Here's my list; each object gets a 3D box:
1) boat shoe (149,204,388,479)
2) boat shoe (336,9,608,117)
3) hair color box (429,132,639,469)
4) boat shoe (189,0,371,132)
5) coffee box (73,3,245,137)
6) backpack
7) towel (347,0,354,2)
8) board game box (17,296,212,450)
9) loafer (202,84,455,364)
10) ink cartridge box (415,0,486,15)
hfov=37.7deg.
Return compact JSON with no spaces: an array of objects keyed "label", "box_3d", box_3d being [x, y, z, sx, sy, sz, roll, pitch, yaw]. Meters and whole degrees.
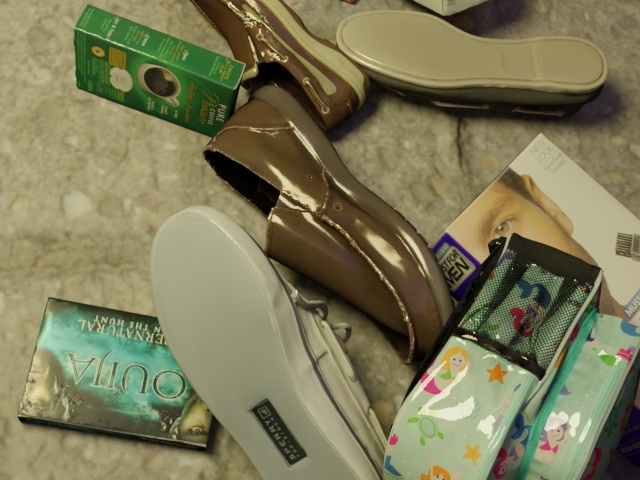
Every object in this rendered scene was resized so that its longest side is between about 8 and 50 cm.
[{"label":"boat shoe","box_3d":[-0.023,0.120,0.924,0.367,0.136,0.156,57,26,1]},{"label":"boat shoe","box_3d":[0.180,-0.203,1.152,0.335,0.095,0.112,6,62,-4]},{"label":"hair color box","box_3d":[0.300,0.065,1.044,0.339,0.110,0.185,43,66,9]},{"label":"boat shoe","box_3d":[-0.066,-0.223,1.095,0.257,0.095,0.095,36,70,4]},{"label":"coffee box","box_3d":[-0.180,-0.183,1.042,0.184,0.113,0.040,20,61,-2]},{"label":"backpack","box_3d":[0.170,0.154,0.844,0.191,0.225,0.253,31,66,27]},{"label":"towel","box_3d":[-0.012,-0.453,1.241,0.199,0.031,0.275,17,65,-4]},{"label":"board game box","box_3d":[-0.196,0.135,0.946,0.186,0.026,0.126,11,65,-8]},{"label":"loafer","box_3d":[0.000,0.000,1.002,0.130,0.134,0.366,-32,67,-20]},{"label":"ink cartridge box","box_3d":[0.149,-0.347,1.175,0.109,0.063,0.150,-26,42,-23]}]
